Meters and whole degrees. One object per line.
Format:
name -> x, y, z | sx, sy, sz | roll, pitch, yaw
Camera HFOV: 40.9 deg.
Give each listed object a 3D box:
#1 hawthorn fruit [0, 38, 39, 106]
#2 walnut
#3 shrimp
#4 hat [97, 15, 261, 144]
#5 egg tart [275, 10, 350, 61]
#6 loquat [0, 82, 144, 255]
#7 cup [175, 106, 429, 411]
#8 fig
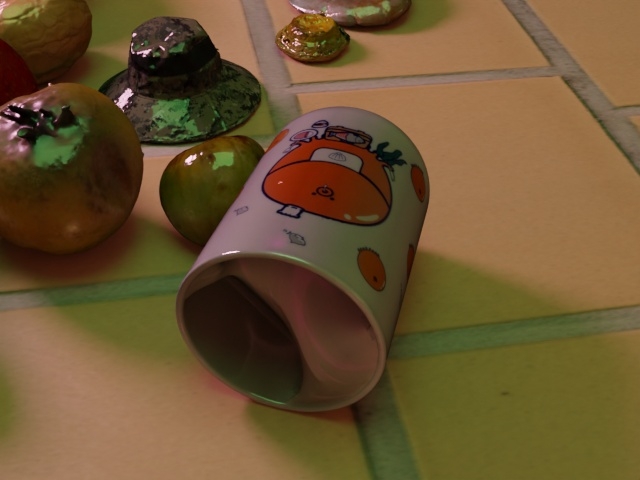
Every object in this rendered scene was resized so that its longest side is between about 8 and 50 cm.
hawthorn fruit -> -0.471, -0.186, 1.094 | 0.210, 0.266, 0.230 | 33, 51, 11
walnut -> -0.453, -0.324, 1.335 | 0.159, 0.159, 0.207 | 26, 46, 25
shrimp -> 0.041, -0.507, 1.637 | 0.247, 0.085, 0.360 | -16, 47, -11
hat -> -0.222, -0.265, 1.299 | 0.266, 0.128, 0.265 | -1, 41, 1
egg tart -> -0.015, -0.353, 1.467 | 0.131, 0.052, 0.130 | 0, 42, 0
loquat -> -0.311, -0.085, 1.023 | 0.213, 0.213, 0.213 | 2, 41, -1
cup -> 0.000, 0.000, 0.942 | 0.213, 0.212, 0.317 | 12, 40, 10
fig -> -0.132, -0.070, 1.077 | 0.121, 0.136, 0.153 | 43, 77, -10
